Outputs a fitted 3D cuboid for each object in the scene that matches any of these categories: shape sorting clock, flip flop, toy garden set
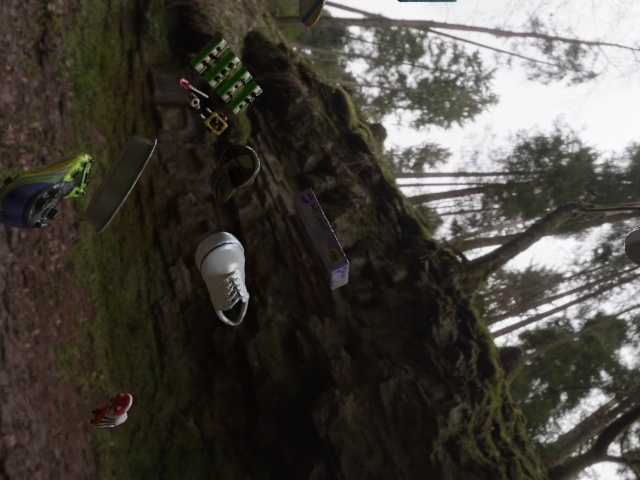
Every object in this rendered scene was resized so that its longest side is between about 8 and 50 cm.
[{"bbox_3d":[-0.021,-0.752,1.535,0.206,0.040,0.206,173,-90,-66],"label":"shape sorting clock"},{"bbox_3d":[-0.219,-0.172,1.348,0.277,0.080,0.112,-32,-107,58],"label":"flip flop"},{"bbox_3d":[-0.286,-0.418,1.443,0.204,0.244,0.049,-44,-119,1],"label":"toy garden set"}]

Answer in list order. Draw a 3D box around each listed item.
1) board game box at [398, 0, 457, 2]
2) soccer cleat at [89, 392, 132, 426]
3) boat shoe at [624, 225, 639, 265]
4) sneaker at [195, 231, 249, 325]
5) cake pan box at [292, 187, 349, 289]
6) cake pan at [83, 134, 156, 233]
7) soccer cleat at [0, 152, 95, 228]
[{"bbox_3d":[0.101,-0.477,0.565,0.254,0.079,0.336,-110,-162,-48],"label":"board game box"},{"bbox_3d":[-0.250,0.210,0.630,0.083,0.035,0.029,-35,-137,29],"label":"soccer cleat"},{"bbox_3d":[0.546,0.006,0.709,0.095,0.258,0.084,113,-11,-64],"label":"boat shoe"},{"bbox_3d":[-0.175,0.080,0.992,0.091,0.094,0.258,55,-19,27],"label":"sneaker"},{"bbox_3d":[0.000,0.000,1.538,0.246,0.070,0.267,87,-23,-70],"label":"cake pan box"},{"bbox_3d":[-0.527,-0.156,1.334,0.293,0.054,0.293,-40,-149,31],"label":"cake pan"},{"bbox_3d":[-0.531,-0.115,0.983,0.289,0.121,0.094,-88,-163,-63],"label":"soccer cleat"}]
